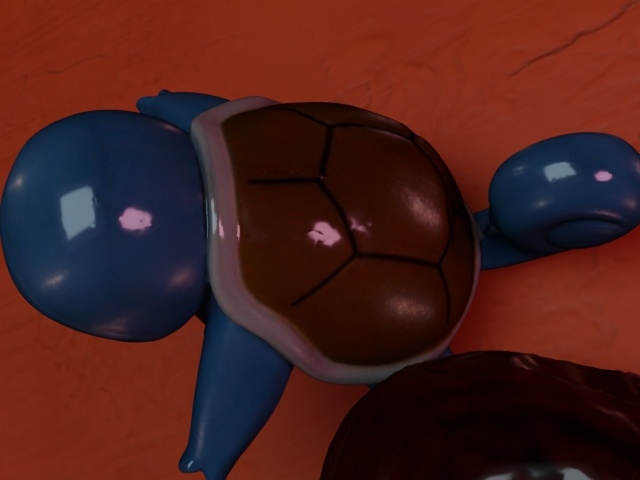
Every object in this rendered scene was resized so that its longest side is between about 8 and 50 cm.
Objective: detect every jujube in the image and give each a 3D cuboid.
[{"bbox_3d":[0.150,0.182,0.682,0.317,0.223,0.223,6,78,21],"label":"jujube"}]

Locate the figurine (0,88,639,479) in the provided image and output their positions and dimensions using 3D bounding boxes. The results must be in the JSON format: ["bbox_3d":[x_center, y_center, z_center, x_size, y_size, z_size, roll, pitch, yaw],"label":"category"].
[{"bbox_3d":[0.001,0.010,0.796,0.416,0.243,0.298,-2,75,-11],"label":"figurine"}]
